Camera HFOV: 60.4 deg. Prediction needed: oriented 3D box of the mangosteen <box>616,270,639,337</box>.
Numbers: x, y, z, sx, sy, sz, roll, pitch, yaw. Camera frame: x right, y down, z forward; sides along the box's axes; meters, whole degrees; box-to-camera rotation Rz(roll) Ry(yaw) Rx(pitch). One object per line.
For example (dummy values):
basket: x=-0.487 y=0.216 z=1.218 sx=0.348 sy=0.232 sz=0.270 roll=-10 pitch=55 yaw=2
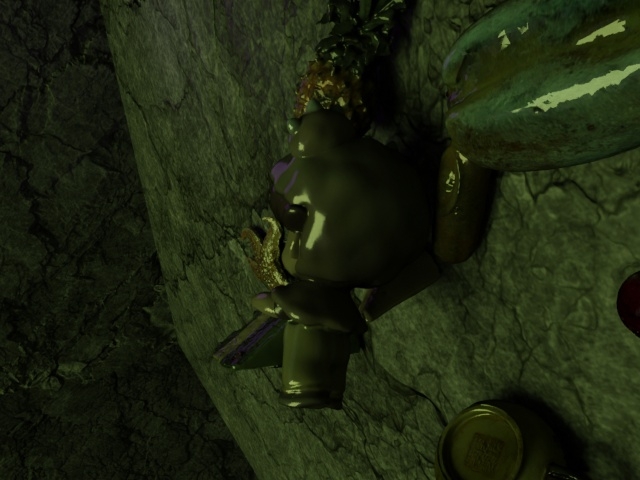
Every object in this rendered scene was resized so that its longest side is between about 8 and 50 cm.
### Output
mangosteen: x=0.319 y=0.059 z=0.509 sx=0.081 sy=0.081 sz=0.081 roll=43 pitch=145 yaw=41

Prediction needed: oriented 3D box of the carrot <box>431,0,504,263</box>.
carrot: x=0.179 y=-0.111 z=0.651 sx=0.070 sy=0.070 sz=0.342 roll=44 pitch=144 yaw=41

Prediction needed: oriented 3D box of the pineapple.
pineapple: x=0.042 y=-0.253 z=0.755 sx=0.128 sy=0.128 sz=0.248 roll=53 pitch=143 yaw=29

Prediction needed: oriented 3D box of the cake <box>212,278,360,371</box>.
cake: x=-0.077 y=0.157 z=1.129 sx=0.158 sy=0.283 sz=0.172 roll=2 pitch=95 yaw=62

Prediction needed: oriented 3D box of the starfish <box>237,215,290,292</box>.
starfish: x=-0.127 y=0.079 z=1.395 sx=0.302 sy=0.060 sz=0.299 roll=61 pitch=151 yaw=13

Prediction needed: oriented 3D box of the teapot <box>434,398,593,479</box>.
teapot: x=0.264 y=0.319 z=0.742 sx=0.269 sy=0.173 sz=0.182 roll=-1 pitch=142 yaw=46

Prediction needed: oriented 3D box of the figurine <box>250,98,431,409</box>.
figurine: x=0.023 y=0.026 z=0.716 sx=0.203 sy=0.248 sz=0.381 roll=6 pitch=80 yaw=45

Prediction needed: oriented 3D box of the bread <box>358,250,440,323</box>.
bread: x=0.096 y=0.051 z=0.843 sx=0.105 sy=0.152 sz=0.077 roll=58 pitch=152 yaw=9

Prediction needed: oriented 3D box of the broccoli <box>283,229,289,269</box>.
broccoli: x=0.000 y=0.000 z=0.975 sx=0.167 sy=0.160 sz=0.155 roll=31 pitch=139 yaw=24

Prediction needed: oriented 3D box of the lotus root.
lotus root: x=0.238 y=-0.146 z=0.441 sx=0.322 sy=0.140 sz=0.158 roll=-8 pitch=79 yaw=54
